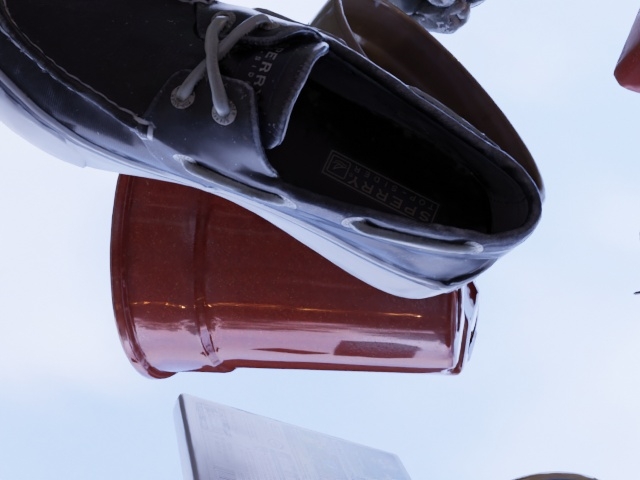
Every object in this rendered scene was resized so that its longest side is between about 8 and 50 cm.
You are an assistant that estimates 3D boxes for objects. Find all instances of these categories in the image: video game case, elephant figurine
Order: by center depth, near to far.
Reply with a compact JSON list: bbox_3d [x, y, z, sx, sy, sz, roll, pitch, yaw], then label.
[{"bbox_3d":[-0.012,0.284,1.367,0.300,0.329,0.036,18,-80,-15],"label":"video game case"},{"bbox_3d":[0.199,-0.380,1.653,0.186,0.169,0.239,26,-132,37],"label":"elephant figurine"}]

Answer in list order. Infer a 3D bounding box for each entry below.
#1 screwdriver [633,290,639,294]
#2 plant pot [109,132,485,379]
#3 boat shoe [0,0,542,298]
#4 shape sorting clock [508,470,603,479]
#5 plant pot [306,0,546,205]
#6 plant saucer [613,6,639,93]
[{"bbox_3d":[0.437,0.042,1.389,0.170,0.024,0.025,-9,-96,37],"label":"screwdriver"},{"bbox_3d":[0.000,0.000,1.021,0.265,0.272,0.272,6,-119,15],"label":"plant pot"},{"bbox_3d":[-0.035,-0.065,0.573,0.301,0.102,0.108,29,-111,-10],"label":"boat shoe"},{"bbox_3d":[0.169,0.274,0.917,0.206,0.206,0.040,-24,-162,-6],"label":"shape sorting clock"},{"bbox_3d":[0.041,-0.074,1.357,0.280,0.323,0.323,-42,-122,22],"label":"plant pot"},{"bbox_3d":[0.350,-0.177,0.766,0.259,0.047,0.259,19,-111,18],"label":"plant saucer"}]
